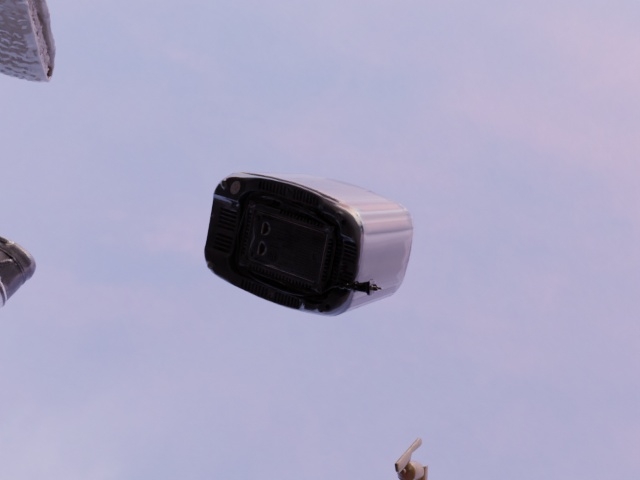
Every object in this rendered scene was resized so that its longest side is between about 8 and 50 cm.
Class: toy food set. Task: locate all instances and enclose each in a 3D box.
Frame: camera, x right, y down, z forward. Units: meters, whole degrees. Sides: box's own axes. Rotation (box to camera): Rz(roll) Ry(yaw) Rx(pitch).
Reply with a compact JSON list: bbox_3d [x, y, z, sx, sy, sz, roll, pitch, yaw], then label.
[{"bbox_3d":[0.080,0.246,1.154,0.019,0.078,0.122,0,-73,29],"label":"toy food set"}]

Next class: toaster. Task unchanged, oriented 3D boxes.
[{"bbox_3d":[0.000,0.000,1.341,0.227,0.146,0.129,17,-76,31],"label":"toaster"}]

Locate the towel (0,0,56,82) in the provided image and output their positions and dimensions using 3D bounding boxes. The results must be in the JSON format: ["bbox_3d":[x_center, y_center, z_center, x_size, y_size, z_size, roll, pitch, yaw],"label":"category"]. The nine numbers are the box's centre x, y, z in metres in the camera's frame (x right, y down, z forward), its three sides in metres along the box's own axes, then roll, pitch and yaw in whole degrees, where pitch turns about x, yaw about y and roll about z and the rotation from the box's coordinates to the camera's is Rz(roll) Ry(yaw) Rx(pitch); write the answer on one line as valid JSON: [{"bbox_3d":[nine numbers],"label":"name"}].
[{"bbox_3d":[-0.375,-0.256,1.296,0.187,0.282,0.049,15,-111,0],"label":"towel"}]

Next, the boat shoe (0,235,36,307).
[{"bbox_3d":[-0.461,0.011,1.527,0.301,0.108,0.102,12,-139,39],"label":"boat shoe"}]
